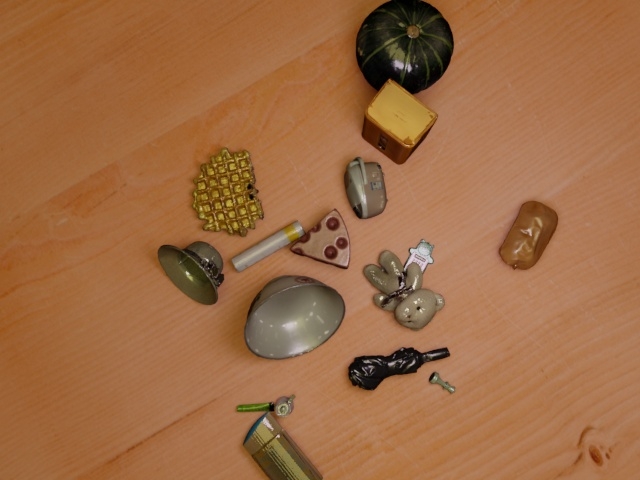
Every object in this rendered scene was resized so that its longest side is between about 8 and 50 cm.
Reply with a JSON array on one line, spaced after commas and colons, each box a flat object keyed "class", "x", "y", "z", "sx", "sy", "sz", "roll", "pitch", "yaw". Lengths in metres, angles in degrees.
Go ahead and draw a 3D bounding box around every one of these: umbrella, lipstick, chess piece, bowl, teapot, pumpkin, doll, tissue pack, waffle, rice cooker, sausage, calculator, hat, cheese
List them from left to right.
[{"class": "hat", "x": -0.400, "y": 0.077, "z": 1.835, "sx": 0.257, "sy": 0.257, "sz": 0.130, "roll": 38, "pitch": 56, "yaw": 4}, {"class": "waffle", "x": -0.302, "y": -0.158, "z": 1.898, "sx": 0.283, "sy": 0.065, "sz": 0.309, "roll": 31, "pitch": 90, "yaw": 6}, {"class": "lipstick", "x": -0.176, "y": 0.020, "z": 1.882, "sx": 0.264, "sy": 0.059, "sz": 0.059, "roll": -30, "pitch": 85, "yaw": -1}, {"class": "teapot", "x": -0.115, "y": 0.545, "z": 1.836, "sx": 0.064, "sy": 0.064, "sz": 0.083, "roll": 43, "pitch": 88, "yaw": 3}, {"class": "bowl", "x": -0.101, "y": 0.216, "z": 1.790, "sx": 0.337, "sy": 0.337, "sz": 0.157, "roll": -28, "pitch": 45, "yaw": -1}, {"class": "cheese", "x": 0.023, "y": -0.016, "z": 1.851, "sx": 0.203, "sy": 0.128, "sz": 0.177, "roll": 18, "pitch": 84, "yaw": 7}, {"class": "rice cooker", "x": 0.150, "y": -0.174, "z": 1.847, "sx": 0.127, "sy": 0.145, "sz": 0.206, "roll": -5, "pitch": 82, "yaw": -11}, {"class": "tissue pack", "x": 0.245, "y": -0.368, "z": 1.793, "sx": 0.194, "sy": 0.274, "sz": 0.145, "roll": 36, "pitch": 89, "yaw": 5}, {"class": "umbrella", "x": 0.257, "y": 0.405, "z": 1.821, "sx": 0.340, "sy": 0.118, "sz": 0.118, "roll": -11, "pitch": 85, "yaw": -3}, {"class": "doll", "x": 0.259, "y": 0.167, "z": 1.826, "sx": 0.278, "sy": 0.149, "sz": 0.175, "roll": 48, "pitch": 127, "yaw": 16}, {"class": "pumpkin", "x": 0.271, "y": -0.628, "z": 1.819, "sx": 0.323, "sy": 0.241, "sz": 0.323, "roll": 2, "pitch": 73, "yaw": -6}, {"class": "calculator", "x": 0.334, "y": 0.066, "z": 1.884, "sx": 0.094, "sy": 0.019, "sz": 0.141, "roll": 29, "pitch": 87, "yaw": 6}, {"class": "chess piece", "x": 0.408, "y": 0.475, "z": 1.840, "sx": 0.093, "sy": 0.042, "sz": 0.042, "roll": 33, "pitch": 87, "yaw": -1}, {"class": "sausage", "x": 0.682, "y": -0.014, "z": 1.829, "sx": 0.136, "sy": 0.120, "sz": 0.241, "roll": 32, "pitch": 88, "yaw": 15}]

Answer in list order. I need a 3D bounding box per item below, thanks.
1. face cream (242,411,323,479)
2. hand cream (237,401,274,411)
[{"class": "face cream", "x": -0.133, "y": 0.713, "z": 1.822, "sx": 0.139, "sy": 0.067, "sz": 0.285, "roll": -40, "pitch": 86, "yaw": -2}, {"class": "hand cream", "x": -0.216, "y": 0.559, "z": 1.858, "sx": 0.122, "sy": 0.023, "sz": 0.036, "roll": -3, "pitch": 106, "yaw": 0}]
